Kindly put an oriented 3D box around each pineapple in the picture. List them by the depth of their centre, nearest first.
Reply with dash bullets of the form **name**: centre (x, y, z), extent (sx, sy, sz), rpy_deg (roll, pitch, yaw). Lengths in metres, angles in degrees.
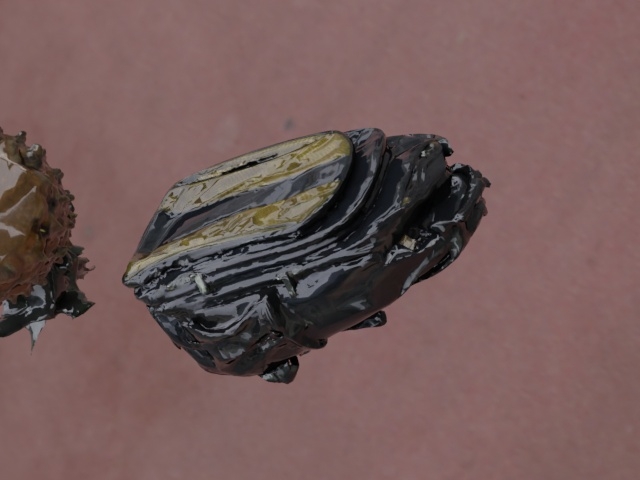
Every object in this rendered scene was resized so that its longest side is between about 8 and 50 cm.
- **pineapple**: centre (-0.262, 0.005, 1.530), extent (0.166, 0.364, 0.165), rpy_deg (-1, 79, 5)

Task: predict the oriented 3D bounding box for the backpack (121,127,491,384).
- **backpack**: centre (0.000, 0.000, 1.311), extent (0.258, 0.133, 0.206), rpy_deg (-21, 31, 26)
